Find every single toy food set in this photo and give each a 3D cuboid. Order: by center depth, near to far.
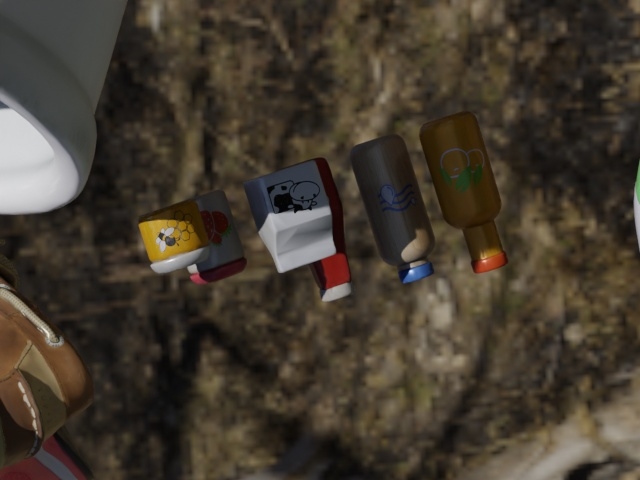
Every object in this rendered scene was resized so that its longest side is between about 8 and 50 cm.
[{"bbox_3d":[0.000,0.000,1.087,0.111,0.232,0.104,172,79,-72],"label":"toy food set"}]

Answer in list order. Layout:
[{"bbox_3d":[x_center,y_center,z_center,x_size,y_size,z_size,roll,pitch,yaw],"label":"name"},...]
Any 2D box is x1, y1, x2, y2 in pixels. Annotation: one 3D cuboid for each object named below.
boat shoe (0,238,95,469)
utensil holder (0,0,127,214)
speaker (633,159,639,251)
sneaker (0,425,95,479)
[{"bbox_3d":[-0.261,0.047,1.111,0.324,0.120,0.122,41,140,40],"label":"boat shoe"},{"bbox_3d":[-0.244,-0.251,0.975,0.327,0.327,0.385,135,151,-70],"label":"utensil holder"},{"bbox_3d":[0.256,0.064,0.948,0.131,0.131,0.296,-115,7,-55],"label":"speaker"},{"bbox_3d":[-0.296,0.173,1.404,0.116,0.136,0.314,54,176,25],"label":"sneaker"}]
